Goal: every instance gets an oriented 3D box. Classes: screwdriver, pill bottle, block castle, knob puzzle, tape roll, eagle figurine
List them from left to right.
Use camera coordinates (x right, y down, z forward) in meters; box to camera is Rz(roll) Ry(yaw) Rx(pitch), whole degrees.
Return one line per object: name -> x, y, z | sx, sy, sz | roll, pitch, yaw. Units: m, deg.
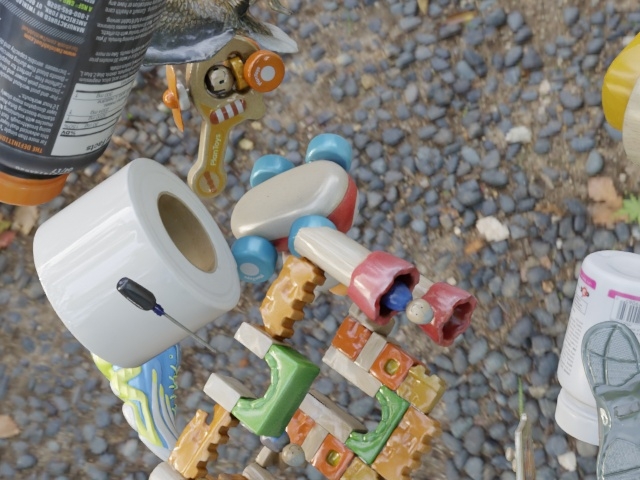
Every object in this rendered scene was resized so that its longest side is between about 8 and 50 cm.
pill bottle -> -0.207, -0.141, 0.770 | 0.130, 0.130, 0.245 | 49, 129, 23
tape roll -> -0.248, 0.031, 1.379 | 0.169, 0.246, 0.246 | -33, 67, 16
screwdriver -> -0.180, 0.094, 1.188 | 0.025, 0.170, 0.024 | -23, 43, 23
eagle figurine -> -0.197, -0.367, 1.567 | 0.298, 0.226, 0.225 | -23, 63, 23
block castle -> 0.014, 0.225, 1.330 | 0.213, 0.303, 0.453 | 34, 95, 31
knob puzzle -> 0.297, 0.353, 1.486 | 0.030, 0.213, 0.213 | -3, 73, 17
pill bottle -> 0.467, 0.172, 1.585 | 0.160, 0.160, 0.283 | 16, 111, 20

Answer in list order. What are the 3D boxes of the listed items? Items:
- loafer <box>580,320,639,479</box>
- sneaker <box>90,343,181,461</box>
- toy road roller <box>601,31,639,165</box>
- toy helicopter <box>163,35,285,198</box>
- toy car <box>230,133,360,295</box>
loafer -> 0.383, 0.232, 1.218 | 0.096, 0.084, 0.267 | -12, 76, 24
sneaker -> -0.253, 0.223, 1.549 | 0.126, 0.091, 0.240 | -35, 73, -7
toy road roller -> 0.365, -0.198, 0.733 | 0.329, 0.240, 0.202 | -46, 48, -10
toy helicopter -> -0.226, -0.253, 2.055 | 0.140, 0.235, 0.355 | 41, 125, 51
toy car -> 0.000, 0.000, 1.573 | 0.210, 0.238, 0.219 | -18, 41, 28
